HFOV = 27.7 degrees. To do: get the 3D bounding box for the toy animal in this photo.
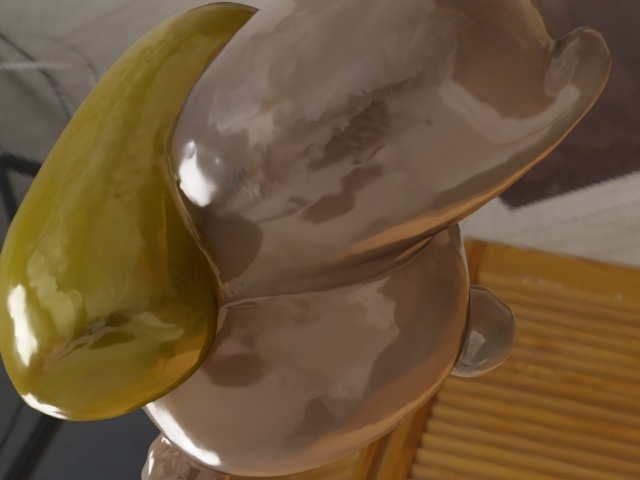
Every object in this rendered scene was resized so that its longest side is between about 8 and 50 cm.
[{"bbox_3d":[-0.002,-0.013,0.740,0.345,0.277,0.247,-37,120,7],"label":"toy animal"}]
